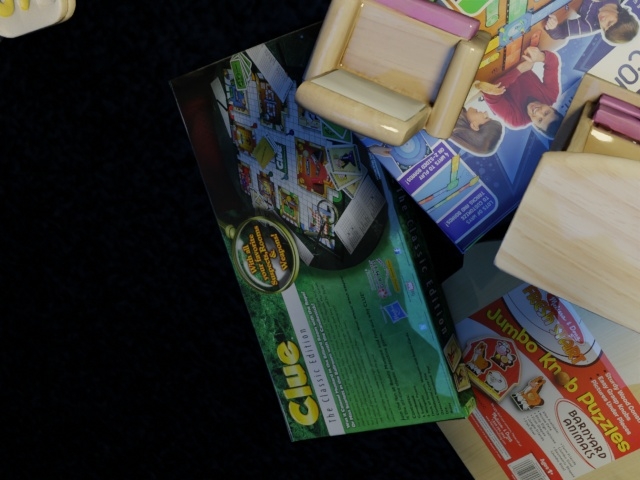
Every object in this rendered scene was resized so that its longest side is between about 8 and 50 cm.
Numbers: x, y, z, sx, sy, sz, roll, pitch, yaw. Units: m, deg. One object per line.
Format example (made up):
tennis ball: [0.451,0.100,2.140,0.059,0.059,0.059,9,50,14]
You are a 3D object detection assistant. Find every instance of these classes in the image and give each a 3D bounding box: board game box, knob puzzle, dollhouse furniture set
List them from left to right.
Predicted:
board game box: [0.000,0.000,0.662,0.136,0.030,0.259,-14,98,30]
board game box: [0.106,-0.107,0.551,0.201,0.035,0.136,-42,90,25]
knob puzzle: [0.154,0.077,0.634,0.213,0.030,0.213,9,110,27]
dollhouse furniture set: [0.158,-0.140,0.394,0.286,0.198,0.303,25,112,10]

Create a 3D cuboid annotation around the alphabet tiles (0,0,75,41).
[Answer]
alphabet tiles: [-0.270,-0.272,0.699,0.278,0.021,0.284,-9,109,31]
